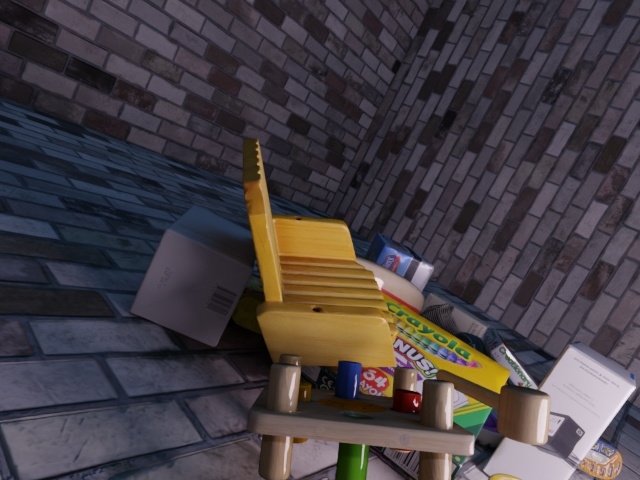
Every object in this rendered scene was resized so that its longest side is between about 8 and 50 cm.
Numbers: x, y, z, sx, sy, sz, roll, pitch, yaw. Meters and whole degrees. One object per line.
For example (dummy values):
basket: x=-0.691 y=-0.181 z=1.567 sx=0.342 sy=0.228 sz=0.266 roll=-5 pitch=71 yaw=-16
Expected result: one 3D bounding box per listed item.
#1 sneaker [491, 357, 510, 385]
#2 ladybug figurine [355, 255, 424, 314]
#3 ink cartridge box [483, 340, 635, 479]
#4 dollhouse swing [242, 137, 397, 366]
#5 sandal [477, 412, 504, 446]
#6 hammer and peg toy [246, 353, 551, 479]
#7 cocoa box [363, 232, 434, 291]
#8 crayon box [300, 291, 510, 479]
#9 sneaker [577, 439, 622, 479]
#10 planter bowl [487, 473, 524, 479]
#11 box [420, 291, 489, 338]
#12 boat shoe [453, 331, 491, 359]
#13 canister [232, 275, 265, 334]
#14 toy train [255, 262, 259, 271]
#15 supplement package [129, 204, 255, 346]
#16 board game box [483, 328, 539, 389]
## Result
sneaker: x=0.552 y=0.442 z=1.409 sx=0.084 sy=0.083 sz=0.215 roll=26 pitch=10 yaw=-19
ladybug figurine: x=0.086 y=0.157 z=1.230 sx=0.448 sy=0.162 sz=0.305 roll=22 pitch=-22 yaw=-18
ink cartridge box: x=0.493 y=0.372 z=0.925 sx=0.129 sy=0.308 sz=0.223 roll=36 pitch=12 yaw=33
dollhouse swing: x=0.000 y=0.000 z=0.849 sx=0.314 sy=0.305 sz=0.347 roll=4 pitch=28 yaw=-11
sandal: x=0.250 y=0.342 z=1.032 sx=0.415 sy=0.102 sz=0.169 roll=25 pitch=9 yaw=-15
hammer and peg toy: x=0.093 y=0.241 z=0.610 sx=0.360 sy=0.128 sz=0.266 roll=6 pitch=-11 yaw=-2
cocoa box: x=0.310 y=0.131 z=1.959 sx=0.227 sy=0.232 sz=0.347 roll=26 pitch=9 yaw=-3
crayon box: x=0.150 y=0.259 z=0.893 sx=0.362 sy=0.106 sz=0.313 roll=31 pitch=31 yaw=25
sneaker: x=0.612 y=0.517 z=1.181 sx=0.296 sy=0.112 sz=0.131 roll=30 pitch=-8 yaw=10
planter bowl: x=0.319 y=0.454 z=0.646 sx=0.217 sy=0.091 sz=0.217 roll=26 pitch=10 yaw=-5
box: x=0.580 y=0.341 z=1.959 sx=0.275 sy=0.113 sz=0.094 roll=30 pitch=10 yaw=26
boat shoe: x=0.478 y=0.377 z=1.460 sx=0.099 sy=0.116 sz=0.319 roll=28 pitch=15 yaw=-9
canister: x=-0.147 y=0.148 z=1.068 sx=0.126 sy=0.074 sz=0.170 roll=25 pitch=8 yaw=-16
toy train: x=-0.177 y=0.104 z=1.327 sx=0.166 sy=0.046 sz=0.125 roll=30 pitch=10 yaw=36
supplement package: x=-0.247 y=0.057 z=0.954 sx=0.175 sy=0.178 sz=0.293 roll=25 pitch=10 yaw=-11
board game box: x=0.640 y=0.436 z=1.424 sx=0.305 sy=0.053 sz=0.193 roll=53 pitch=13 yaw=6
